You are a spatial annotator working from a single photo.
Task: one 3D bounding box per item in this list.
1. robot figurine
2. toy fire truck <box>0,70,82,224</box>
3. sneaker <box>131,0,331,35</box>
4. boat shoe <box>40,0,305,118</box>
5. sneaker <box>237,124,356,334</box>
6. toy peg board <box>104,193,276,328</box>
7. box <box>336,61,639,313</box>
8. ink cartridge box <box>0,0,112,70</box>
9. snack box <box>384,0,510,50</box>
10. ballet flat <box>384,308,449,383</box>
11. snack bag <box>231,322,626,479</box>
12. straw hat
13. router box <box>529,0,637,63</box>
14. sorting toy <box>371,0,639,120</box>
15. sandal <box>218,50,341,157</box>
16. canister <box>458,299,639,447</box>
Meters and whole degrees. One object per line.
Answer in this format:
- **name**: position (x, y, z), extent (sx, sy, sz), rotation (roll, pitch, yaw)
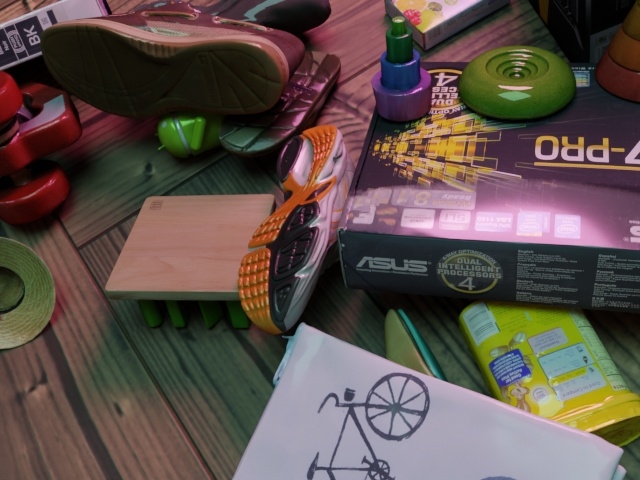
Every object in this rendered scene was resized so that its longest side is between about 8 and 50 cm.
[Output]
- **robot figurine**: position (-0.155, -0.146, 1.118), extent (0.115, 0.067, 0.101), rotation (-22, 33, -3)
- **toy fire truck**: position (-0.462, -0.126, 1.129), extent (0.302, 0.169, 0.254), rotation (-25, 37, -6)
- **sneaker**: position (-0.121, -0.265, 1.182), extent (0.286, 0.109, 0.130), rotation (-13, 65, 12)
- **boat shoe**: position (-0.182, -0.232, 1.091), extent (0.341, 0.123, 0.123), rotation (6, 37, 22)
- **sneaker**: position (0.000, 0.000, 0.954), extent (0.099, 0.121, 0.263), rotation (-11, 46, 35)
- **toy peg board**: position (-0.138, 0.028, 1.009), extent (0.161, 0.079, 0.161), rotation (0, 42, 11)
- **box**: position (0.240, -0.070, 0.930), extent (0.394, 0.097, 0.318), rotation (4, 45, 14)
- **ink cartridge box**: position (-0.450, -0.261, 1.212), extent (0.332, 0.065, 0.165), rotation (-23, 19, -3)
- **snack box**: position (0.170, -0.327, 1.185), extent (0.141, 0.037, 0.100), rotation (-30, 57, -8)
- **ballet flat**: position (0.108, 0.167, 0.855), extent (0.073, 0.080, 0.232), rotation (-36, 56, 1)
- **snack bag**: position (0.050, 0.271, 0.779), extent (0.342, 0.037, 0.323), rotation (18, 77, 30)
- **straw hat**: position (-0.382, 0.055, 1.037), extent (0.144, 0.145, 0.061), rotation (-23, 13, -3)
- **router box**: position (0.294, -0.370, 1.022), extent (0.081, 0.309, 0.243), rotation (-22, 56, 2)
- **sorting toy**: position (0.233, -0.213, 0.927), extent (0.365, 0.126, 0.127), rotation (-6, 40, 2)
- **sandal**: position (-0.045, -0.167, 1.120), extent (0.090, 0.060, 0.219), rotation (21, 50, 17)
- **canister**: position (0.221, 0.126, 0.858), extent (0.126, 0.073, 0.170), rotation (-20, 54, -3)
